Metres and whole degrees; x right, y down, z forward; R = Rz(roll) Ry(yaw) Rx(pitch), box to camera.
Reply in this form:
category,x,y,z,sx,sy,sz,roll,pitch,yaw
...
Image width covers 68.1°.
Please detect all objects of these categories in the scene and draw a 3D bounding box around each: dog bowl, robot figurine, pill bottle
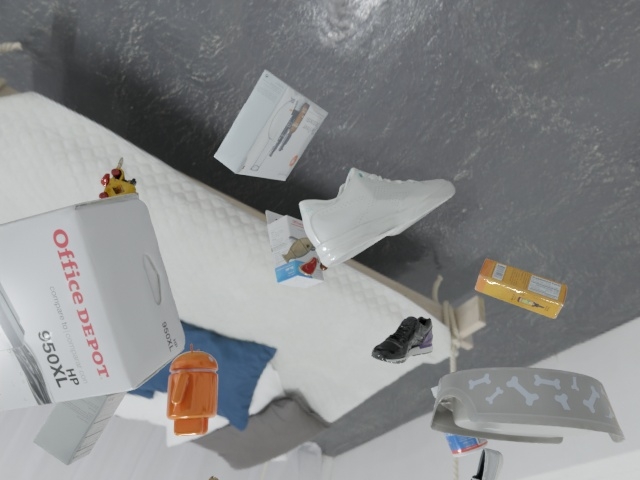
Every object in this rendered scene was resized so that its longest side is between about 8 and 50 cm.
category,x,y,z,sx,sy,sz,roll,pitch,yaw
dog bowl,0.393,0.333,0.939,0.348,0.102,0.349,6,154,3
robot figurine,-0.326,0.381,1.213,0.128,0.220,0.158,-22,151,38
pill bottle,0.451,0.583,1.565,0.124,0.222,0.124,-17,159,-7

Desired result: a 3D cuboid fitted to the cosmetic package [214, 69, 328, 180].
category,x,y,z,sx,sy,sz,roll,pitch,yaw
cosmetic package,-0.138,-0.336,1.478,0.097,0.377,0.284,39,104,12

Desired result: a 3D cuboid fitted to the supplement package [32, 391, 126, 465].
category,x,y,z,sx,sy,sz,roll,pitch,yaw
supplement package,-0.581,0.427,1.155,0.105,0.179,0.105,30,173,7

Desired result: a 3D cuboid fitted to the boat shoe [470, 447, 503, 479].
category,x,y,z,sx,sy,sz,roll,pitch,yaw
boat shoe,0.439,0.658,1.287,0.063,0.184,0.066,22,178,-2

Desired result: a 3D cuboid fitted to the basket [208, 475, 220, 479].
category,x,y,z,sx,sy,sz,roll,pitch,yaw
basket,-0.356,0.929,1.427,0.299,0.223,0.213,-41,110,-6

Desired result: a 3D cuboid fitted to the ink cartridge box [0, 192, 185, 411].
category,x,y,z,sx,sy,sz,roll,pitch,yaw
ink cartridge box,-0.463,0.108,0.778,0.394,0.166,0.286,-13,98,14

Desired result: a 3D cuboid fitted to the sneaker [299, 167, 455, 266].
category,x,y,z,sx,sy,sz,roll,pitch,yaw
sneaker,0.072,-0.051,0.570,0.094,0.212,0.080,60,150,11

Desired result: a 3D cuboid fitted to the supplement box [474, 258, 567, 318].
category,x,y,z,sx,sy,sz,roll,pitch,yaw
supplement box,0.575,0.137,1.368,0.233,0.080,0.078,22,144,21

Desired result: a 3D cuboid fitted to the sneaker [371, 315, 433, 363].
category,x,y,z,sx,sy,sz,roll,pitch,yaw
sneaker,0.260,0.304,1.512,0.107,0.283,0.124,9,98,42

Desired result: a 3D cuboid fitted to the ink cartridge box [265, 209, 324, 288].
category,x,y,z,sx,sy,sz,roll,pitch,yaw
ink cartridge box,-0.059,0.011,1.076,0.060,0.180,0.104,-24,157,29

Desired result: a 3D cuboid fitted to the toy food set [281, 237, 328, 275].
category,x,y,z,sx,sy,sz,roll,pitch,yaw
toy food set,0.004,0.013,0.781,0.078,0.122,0.019,48,158,-4

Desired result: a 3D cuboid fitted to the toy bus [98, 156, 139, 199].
category,x,y,z,sx,sy,sz,roll,pitch,yaw
toy bus,-0.676,-0.160,1.614,0.104,0.191,0.202,19,107,-10
